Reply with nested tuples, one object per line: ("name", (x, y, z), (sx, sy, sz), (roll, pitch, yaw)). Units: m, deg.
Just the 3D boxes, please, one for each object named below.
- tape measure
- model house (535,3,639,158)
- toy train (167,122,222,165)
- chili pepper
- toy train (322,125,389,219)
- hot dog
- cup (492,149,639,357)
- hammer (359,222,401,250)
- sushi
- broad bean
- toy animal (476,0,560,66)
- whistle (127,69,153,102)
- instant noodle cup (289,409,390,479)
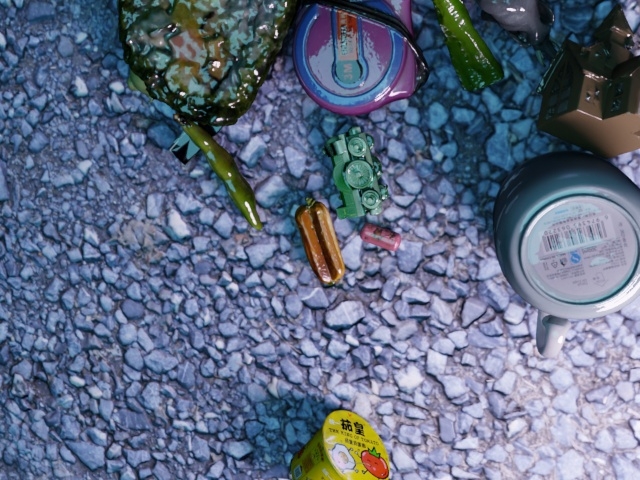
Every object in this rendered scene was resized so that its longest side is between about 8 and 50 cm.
("tape measure", (0.072, -0.345, 1.209), (0.245, 0.149, 0.231), (-2, 100, 8))
("model house", (0.488, -0.291, 1.101), (0.181, 0.176, 0.248), (17, 78, -18))
("toy train", (-0.204, -0.257, 1.351), (0.252, 0.048, 0.055), (-42, 94, 14))
("chili pepper", (0.204, -0.402, 1.124), (0.085, 0.076, 0.359), (-9, 133, 41))
("toy train", (0.067, -0.130, 1.298), (0.104, 0.071, 0.178), (-11, 102, 28))
("hot dog", (0.000, 0.000, 1.352), (0.072, 0.055, 0.188), (-15, 99, 14))
("cup", (0.416, 0.035, 1.135), (0.259, 0.274, 0.356), (10, 104, 13))
("hammer", (0.120, -0.008, 1.327), (0.083, 0.043, 0.043), (20, 107, 11))
("sushi", (-0.207, -0.399, 1.199), (0.294, 0.178, 0.352), (25, 96, -6))
("broad bean", (-0.192, -0.143, 1.344), (0.043, 0.060, 0.297), (-17, 116, 38))
("toy animal", (0.333, -0.388, 1.137), (0.082, 0.137, 0.269), (-44, 129, 17))
("whistle", (-0.326, -0.387, 1.330), (0.105, 0.085, 0.227), (17, 108, 10))
("instant noodle cup", (0.032, 0.472, 1.400), (0.182, 0.182, 0.144), (45, 118, 1))
